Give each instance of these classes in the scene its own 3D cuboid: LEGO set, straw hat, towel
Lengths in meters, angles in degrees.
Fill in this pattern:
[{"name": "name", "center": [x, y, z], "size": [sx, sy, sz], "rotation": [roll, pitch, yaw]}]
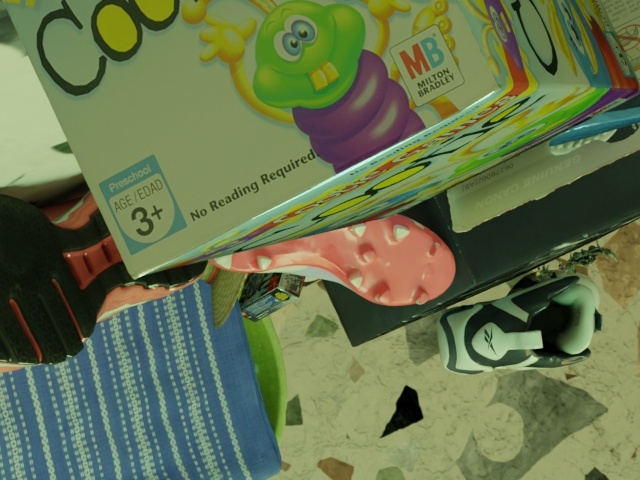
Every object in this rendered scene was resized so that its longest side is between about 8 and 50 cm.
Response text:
[{"name": "LEGO set", "center": [0.245, 0.017, 1.701], "size": [0.083, 0.023, 0.054], "rotation": [-6, 164, -31]}, {"name": "straw hat", "center": [-0.103, 0.005, 1.610], "size": [0.061, 0.144, 0.144], "rotation": [19, 163, -12]}, {"name": "towel", "center": [-0.176, 0.141, 1.589], "size": [0.040, 0.243, 0.336], "rotation": [-14, 179, 41]}]

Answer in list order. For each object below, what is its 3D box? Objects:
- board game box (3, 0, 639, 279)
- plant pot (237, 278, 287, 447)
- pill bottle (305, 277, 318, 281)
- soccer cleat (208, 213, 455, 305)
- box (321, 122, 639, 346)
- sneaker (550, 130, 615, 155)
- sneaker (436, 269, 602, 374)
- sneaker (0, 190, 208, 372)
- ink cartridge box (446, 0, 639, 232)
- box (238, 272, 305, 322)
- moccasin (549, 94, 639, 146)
[{"name": "board game box", "center": [0.012, -0.088, 0.680], "size": [0.144, 0.142, 0.275], "rotation": [-27, 175, 19]}, {"name": "plant pot", "center": [-0.218, 0.154, 1.762], "size": [0.254, 0.276, 0.276], "rotation": [-13, -175, 42]}, {"name": "pill bottle", "center": [-0.003, -0.001, 1.986], "size": [0.086, 0.086, 0.152], "rotation": [-27, 175, 31]}, {"name": "soccer cleat", "center": [0.000, 0.000, 1.526], "size": [0.248, 0.083, 0.095], "rotation": [8, -164, -25]}, {"name": "box", "center": [0.179, -0.054, 1.764], "size": [0.313, 0.179, 0.343], "rotation": [-22, 174, -21]}, {"name": "sneaker", "center": [0.111, -0.096, 1.501], "size": [0.282, 0.102, 0.161], "rotation": [-10, 172, -28]}, {"name": "sneaker", "center": [0.246, 0.080, 1.787], "size": [0.235, 0.094, 0.153], "rotation": [-6, -178, -44]}, {"name": "sneaker", "center": [-0.203, 0.037, 1.171], "size": [0.136, 0.116, 0.314], "rotation": [-26, 176, 31]}, {"name": "ink cartridge box", "center": [0.140, -0.106, 0.860], "size": [0.181, 0.224, 0.056], "rotation": [-26, 134, 20]}, {"name": "box", "center": [-0.034, 0.005, 1.721], "size": [0.094, 0.027, 0.137], "rotation": [-31, -144, 55]}, {"name": "moccasin", "center": [0.231, -0.152, 1.362], "size": [0.138, 0.116, 0.342], "rotation": [-13, -172, 33]}]
